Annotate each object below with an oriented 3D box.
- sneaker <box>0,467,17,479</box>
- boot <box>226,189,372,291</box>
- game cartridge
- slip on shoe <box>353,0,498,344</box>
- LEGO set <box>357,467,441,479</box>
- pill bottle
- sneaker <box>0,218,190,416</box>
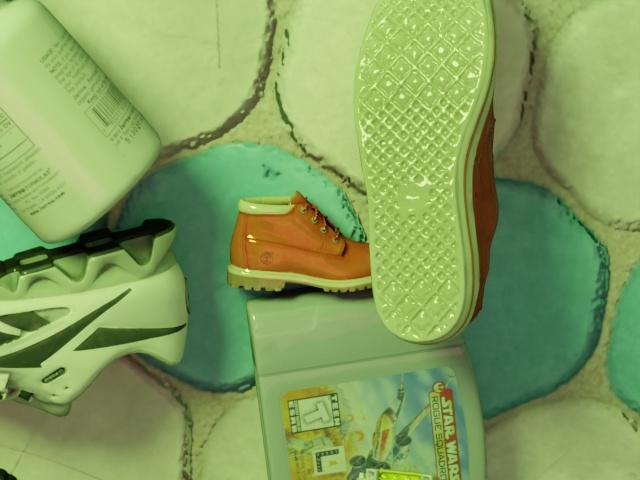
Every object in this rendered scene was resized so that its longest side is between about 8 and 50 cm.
[{"bbox_3d":[-0.353,0.215,1.582,0.208,0.081,0.094,33,100,-16],"label":"sneaker"},{"bbox_3d":[0.000,0.000,1.589,0.157,0.059,0.085,2,100,-8],"label":"boot"},{"bbox_3d":[0.047,0.180,1.647,0.198,0.062,0.297,-8,106,-2],"label":"game cartridge"},{"bbox_3d":[0.097,-0.079,1.552,0.123,0.101,0.331,-1,88,21],"label":"slip on shoe"},{"bbox_3d":[0.006,0.250,1.582,0.287,0.132,0.107,2,88,15],"label":"LEGO set"},{"bbox_3d":[-0.247,-0.120,1.478,0.131,0.131,0.229,-40,107,4],"label":"pill bottle"},{"bbox_3d":[-0.268,0.090,1.537,0.330,0.122,0.146,-12,105,-5],"label":"sneaker"}]
